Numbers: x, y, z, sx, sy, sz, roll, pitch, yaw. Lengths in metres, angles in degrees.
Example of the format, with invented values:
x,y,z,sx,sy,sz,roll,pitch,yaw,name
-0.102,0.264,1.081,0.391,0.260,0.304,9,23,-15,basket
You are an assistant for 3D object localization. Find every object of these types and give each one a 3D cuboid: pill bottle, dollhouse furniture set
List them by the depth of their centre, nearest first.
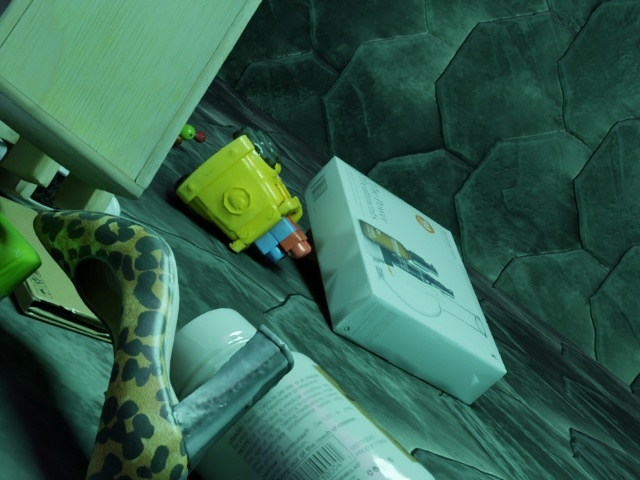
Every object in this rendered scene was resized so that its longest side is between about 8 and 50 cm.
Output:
x,y,z,sx,sy,sz,roll,pitch,yaw,name
-0.030,0.163,0.822,0.229,0.131,0.131,41,12,27,pill bottle
-0.242,-0.211,0.830,0.394,0.256,0.362,16,-19,45,dollhouse furniture set

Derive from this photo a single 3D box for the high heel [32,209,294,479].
x,y,z,sx,sy,sz,roll,pitch,yaw,name
-0.174,0.077,0.763,0.261,0.093,0.186,32,53,23,high heel

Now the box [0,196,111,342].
x,y,z,sx,sy,sz,roll,pitch,yaw,name
-0.245,0.032,1.013,0.164,0.021,0.201,27,13,-42,box

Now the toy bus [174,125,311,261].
x,y,z,sx,sy,sz,roll,pitch,yaw,name
-0.094,-0.054,1.590,0.211,0.149,0.220,50,8,0,toy bus

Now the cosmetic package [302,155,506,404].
x,y,z,sx,sy,sz,roll,pitch,yaw,name
0.127,0.057,1.673,0.284,0.097,0.377,33,25,-29,cosmetic package

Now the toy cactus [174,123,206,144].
x,y,z,sx,sy,sz,roll,pitch,yaw,name
-0.317,-0.250,1.858,0.219,0.112,0.180,49,24,18,toy cactus

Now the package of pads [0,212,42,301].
x,y,z,sx,sy,sz,roll,pitch,yaw,name
-0.325,-0.049,0.672,0.229,0.101,0.296,45,-6,5,package of pads

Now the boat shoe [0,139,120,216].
x,y,z,sx,sy,sz,roll,pitch,yaw,name
-0.300,-0.063,1.087,0.184,0.066,0.063,34,-2,6,boat shoe

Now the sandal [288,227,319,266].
x,y,z,sx,sy,sz,roll,pitch,yaw,name
0.003,0.003,1.776,0.240,0.079,0.088,27,14,-42,sandal
